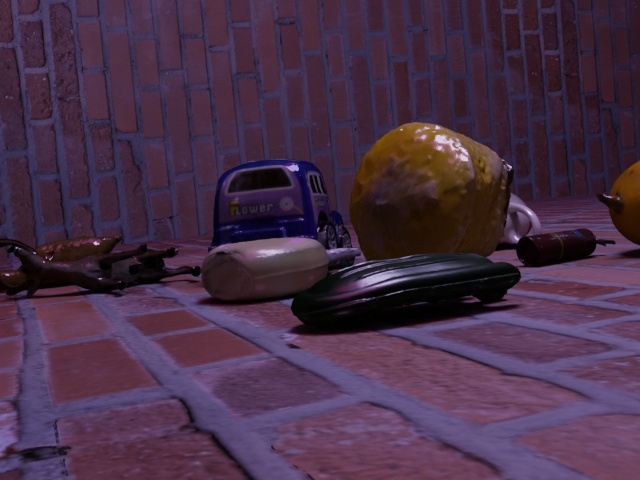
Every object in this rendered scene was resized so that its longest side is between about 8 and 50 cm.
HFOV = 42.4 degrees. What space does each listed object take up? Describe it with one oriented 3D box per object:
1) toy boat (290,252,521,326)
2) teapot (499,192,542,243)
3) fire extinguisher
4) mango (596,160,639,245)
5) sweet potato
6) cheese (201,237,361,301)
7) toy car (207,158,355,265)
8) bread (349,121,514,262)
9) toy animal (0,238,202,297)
[{"bbox_3d":[0.074,0.040,0.728,0.210,0.052,0.104,-8,7,-22],"label":"toy boat"},{"bbox_3d":[0.261,-0.031,1.310,0.159,0.116,0.245,5,5,-23],"label":"teapot"},{"bbox_3d":[0.305,0.007,1.035,0.132,0.039,0.056,-7,13,-32],"label":"fire extinguisher"},{"bbox_3d":[0.497,-0.044,1.015,0.316,0.119,0.176,4,1,4],"label":"mango"},{"bbox_3d":[-0.454,0.045,1.353,0.269,0.075,0.075,-17,6,-11],"label":"sweet potato"},{"bbox_3d":[-0.035,0.027,1.001,0.137,0.064,0.227,2,9,42],"label":"cheese"},{"bbox_3d":[-0.052,-0.035,1.195,0.172,0.158,0.235,-5,-3,16],"label":"toy car"},{"bbox_3d":[0.132,-0.041,0.986,0.170,0.197,0.197,6,-6,-44],"label":"bread"},{"bbox_3d":[-0.332,0.046,1.217,0.260,0.087,0.243,-5,-10,41],"label":"toy animal"}]
